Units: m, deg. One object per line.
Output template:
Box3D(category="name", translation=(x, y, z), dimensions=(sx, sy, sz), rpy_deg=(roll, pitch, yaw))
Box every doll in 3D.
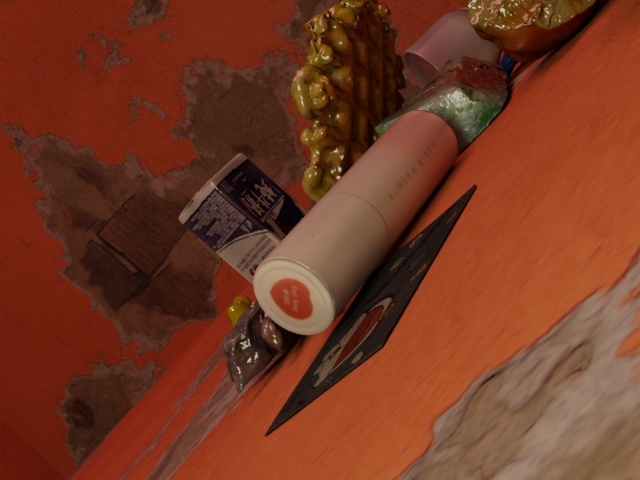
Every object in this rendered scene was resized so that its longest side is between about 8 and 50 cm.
Box3D(category="doll", translation=(-0.075, 0.102, 1.309), dimensions=(0.113, 0.071, 0.135), rpy_deg=(-29, 6, -14))

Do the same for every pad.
Box3D(category="pad", translation=(0.046, 0.056, 0.786), dimensions=(0.170, 0.006, 0.245), rpy_deg=(-45, 5, 41))

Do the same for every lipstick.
Box3D(category="lipstick", translation=(0.048, -0.031, 0.942), dimensions=(0.087, 0.087, 0.327), rpy_deg=(-44, 3, 43))

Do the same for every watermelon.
Box3D(category="watermelon", translation=(0.179, -0.186, 1.185), dimensions=(0.154, 0.094, 0.241), rpy_deg=(-36, 11, 33))

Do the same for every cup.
Box3D(category="cup", translation=(0.247, -0.308, 1.550), dimensions=(0.142, 0.173, 0.134), rpy_deg=(-46, 35, -5))

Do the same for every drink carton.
Box3D(category="drink carton", translation=(-0.099, -0.017, 1.472), dimensions=(0.102, 0.222, 0.134), rpy_deg=(-46, 4, 29))

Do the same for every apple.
Box3D(category="apple", translation=(0.246, -0.294, 1.060), dimensions=(0.158, 0.156, 0.147), rpy_deg=(-57, -17, 23))

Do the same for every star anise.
Box3D(category="star anise", translation=(-0.045, 0.077, 1.029), dimensions=(0.230, 0.081, 0.262), rpy_deg=(-61, 12, -26))

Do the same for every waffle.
Box3D(category="waffle", translation=(0.050, -0.163, 1.182), dimensions=(0.068, 0.302, 0.325), rpy_deg=(-1, 34, 24))

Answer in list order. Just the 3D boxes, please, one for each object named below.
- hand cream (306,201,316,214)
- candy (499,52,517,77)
Box3D(category="hand cream", translation=(0.000, 0.000, 1.306), dimensions=(0.341, 0.077, 0.124), rpy_deg=(-65, -5, -72))
Box3D(category="candy", translation=(0.343, -0.363, 1.256), dimensions=(0.331, 0.077, 0.187), rpy_deg=(-54, -1, -23))
